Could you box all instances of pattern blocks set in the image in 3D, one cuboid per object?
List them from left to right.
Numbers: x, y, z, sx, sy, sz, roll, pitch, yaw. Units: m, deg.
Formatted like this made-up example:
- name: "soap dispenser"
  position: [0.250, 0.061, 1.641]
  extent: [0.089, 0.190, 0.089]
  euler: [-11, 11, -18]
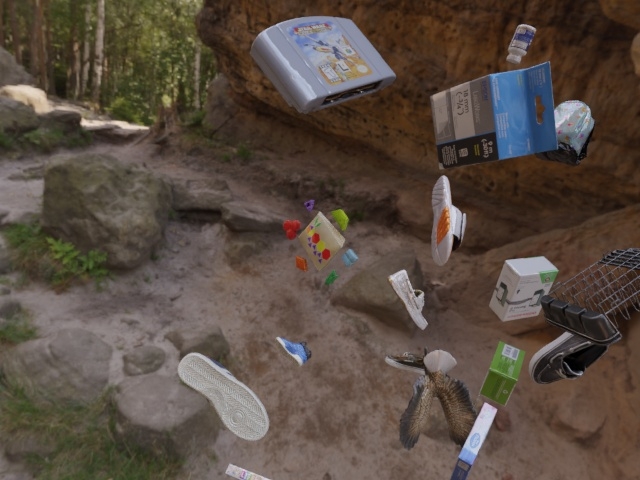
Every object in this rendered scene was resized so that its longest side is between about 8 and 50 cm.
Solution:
- name: "pattern blocks set"
  position: [0.000, 0.000, 1.564]
  extent: [0.026, 0.285, 0.324]
  euler: [6, 51, -49]

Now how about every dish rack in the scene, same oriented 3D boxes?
- name: "dish rack"
  position: [0.667, 0.112, 0.982]
  extent: [0.272, 0.074, 0.208]
  euler: [-33, 10, -3]

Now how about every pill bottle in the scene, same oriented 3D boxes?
- name: "pill bottle"
  position: [0.729, -0.715, 1.564]
  extent: [0.067, 0.120, 0.067]
  euler: [18, 16, -5]

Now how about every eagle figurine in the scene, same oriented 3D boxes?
- name: "eagle figurine"
  position: [0.375, 0.513, 1.391]
  extent: [0.225, 0.226, 0.298]
  euler: [29, 47, -34]

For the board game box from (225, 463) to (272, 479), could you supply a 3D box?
- name: "board game box"
  position: [-0.164, 0.642, 1.134]
  extent: [0.154, 0.103, 0.026]
  euler: [-2, 48, 36]

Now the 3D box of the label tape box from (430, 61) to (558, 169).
- name: "label tape box"
  position: [0.492, -0.352, 1.254]
  extent: [0.106, 0.240, 0.334]
  euler: [-14, 8, -31]

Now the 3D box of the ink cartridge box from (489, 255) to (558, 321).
- name: "ink cartridge box"
  position: [0.954, 0.230, 2.024]
  extent: [0.212, 0.288, 0.121]
  euler: [-6, 35, -13]

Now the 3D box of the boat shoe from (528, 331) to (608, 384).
- name: "boat shoe"
  position: [0.743, 0.366, 1.287]
  extent: [0.108, 0.301, 0.102]
  euler: [23, 39, -4]

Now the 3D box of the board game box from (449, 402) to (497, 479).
- name: "board game box"
  position: [0.203, 0.278, 0.574]
  extent: [0.020, 0.090, 0.090]
  euler: [23, 47, 28]

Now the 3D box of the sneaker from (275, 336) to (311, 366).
- name: "sneaker"
  position: [-0.099, 0.411, 1.645]
  extent: [0.085, 0.058, 0.152]
  euler: [-28, 47, -35]

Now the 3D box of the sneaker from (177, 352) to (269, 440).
- name: "sneaker"
  position: [-0.300, 0.493, 1.385]
  extent: [0.350, 0.131, 0.148]
  euler: [43, -12, 9]

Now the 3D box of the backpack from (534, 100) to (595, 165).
- name: "backpack"
  position: [0.768, -0.338, 1.331]
  extent: [0.152, 0.181, 0.115]
  euler: [31, -2, 46]

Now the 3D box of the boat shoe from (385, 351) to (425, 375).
- name: "boat shoe"
  position: [0.390, 0.527, 1.870]
  extent: [0.220, 0.070, 0.078]
  euler: [7, 2, 31]

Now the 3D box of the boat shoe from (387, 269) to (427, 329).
- name: "boat shoe"
  position: [0.368, 0.235, 1.690]
  extent: [0.096, 0.277, 0.098]
  euler: [-32, 21, 4]

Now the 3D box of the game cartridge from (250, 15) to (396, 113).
- name: "game cartridge"
  position: [0.010, -0.382, 0.905]
  extent: [0.297, 0.198, 0.062]
  euler: [-31, -5, -37]

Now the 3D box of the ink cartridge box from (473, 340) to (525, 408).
- name: "ink cartridge box"
  position: [0.650, 0.532, 1.575]
  extent: [0.097, 0.255, 0.189]
  euler: [21, 31, 25]

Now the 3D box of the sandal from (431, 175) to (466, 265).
- name: "sandal"
  position: [0.348, -0.057, 1.137]
  extent: [0.076, 0.265, 0.102]
  euler: [11, -27, -7]
